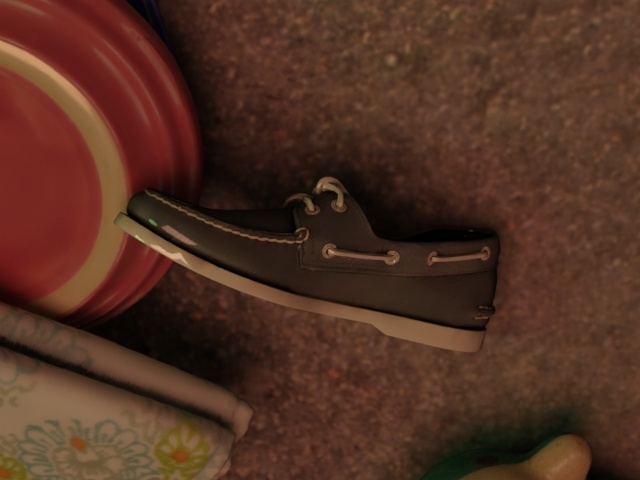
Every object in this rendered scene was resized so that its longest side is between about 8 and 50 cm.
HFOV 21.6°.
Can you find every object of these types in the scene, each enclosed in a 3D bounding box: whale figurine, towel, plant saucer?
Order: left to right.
[{"bbox_3d":[-0.280,0.160,1.317,0.374,0.090,0.320,22,135,-19],"label":"towel"},{"bbox_3d":[-0.256,-0.056,1.246,0.332,0.084,0.332,3,118,6],"label":"plant saucer"},{"bbox_3d":[0.186,0.242,1.360,0.272,0.141,0.216,-6,113,-16],"label":"whale figurine"}]

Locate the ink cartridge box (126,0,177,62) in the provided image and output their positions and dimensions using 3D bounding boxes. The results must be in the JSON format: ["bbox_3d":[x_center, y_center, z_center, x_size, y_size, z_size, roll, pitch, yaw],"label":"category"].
[{"bbox_3d":[-0.268,-0.118,1.304,0.311,0.065,0.185,-13,110,11],"label":"ink cartridge box"}]

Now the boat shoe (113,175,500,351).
[{"bbox_3d":[0.000,0.000,1.244,0.319,0.116,0.099,17,97,-28],"label":"boat shoe"}]
